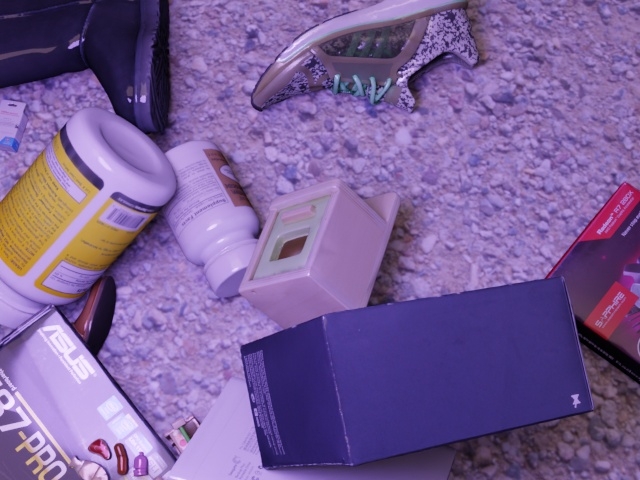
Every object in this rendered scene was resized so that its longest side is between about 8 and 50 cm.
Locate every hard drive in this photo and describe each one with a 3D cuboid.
[{"bbox_3d":[-0.005,0.324,1.473,0.353,0.047,0.233,16,33,12],"label":"hard drive"}]

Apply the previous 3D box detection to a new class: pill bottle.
[{"bbox_3d":[-0.169,-0.032,1.644,0.131,0.131,0.229,-28,70,-5],"label":"pill bottle"},{"bbox_3d":[-0.388,-0.025,1.583,0.334,0.188,0.188,-45,69,18],"label":"pill bottle"}]

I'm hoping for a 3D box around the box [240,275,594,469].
[{"bbox_3d":[0.114,0.177,1.369,0.343,0.312,0.178,-8,82,-24],"label":"box"}]

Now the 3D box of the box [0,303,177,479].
[{"bbox_3d":[-0.390,0.341,1.504,0.318,0.097,0.395,-37,83,-11],"label":"box"}]

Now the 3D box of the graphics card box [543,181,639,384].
[{"bbox_3d":[0.528,0.109,1.546,0.371,0.094,0.233,38,77,16],"label":"graphics card box"}]

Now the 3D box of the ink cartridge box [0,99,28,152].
[{"bbox_3d":[-0.534,-0.196,1.795,0.048,0.028,0.083,11,71,9],"label":"ink cartridge box"}]

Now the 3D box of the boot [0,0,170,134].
[{"bbox_3d":[-0.479,-0.289,1.732,0.446,0.146,0.367,-5,44,-1],"label":"boot"}]

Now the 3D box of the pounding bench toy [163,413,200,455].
[{"bbox_3d":[-0.192,0.299,1.545,0.052,0.083,0.065,-34,69,-8],"label":"pounding bench toy"}]

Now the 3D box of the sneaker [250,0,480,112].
[{"bbox_3d":[0.085,-0.283,1.722,0.411,0.158,0.182,-25,86,1],"label":"sneaker"}]

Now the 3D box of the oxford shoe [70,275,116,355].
[{"bbox_3d":[-0.378,0.149,1.628,0.076,0.076,0.212,13,72,16],"label":"oxford shoe"}]

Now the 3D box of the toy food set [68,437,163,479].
[{"bbox_3d":[-0.281,0.319,1.459,0.122,0.019,0.078,35,78,11],"label":"toy food set"}]

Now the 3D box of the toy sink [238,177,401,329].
[{"bbox_3d":[0.000,0.000,1.558,0.153,0.131,0.234,-14,44,44],"label":"toy sink"}]
